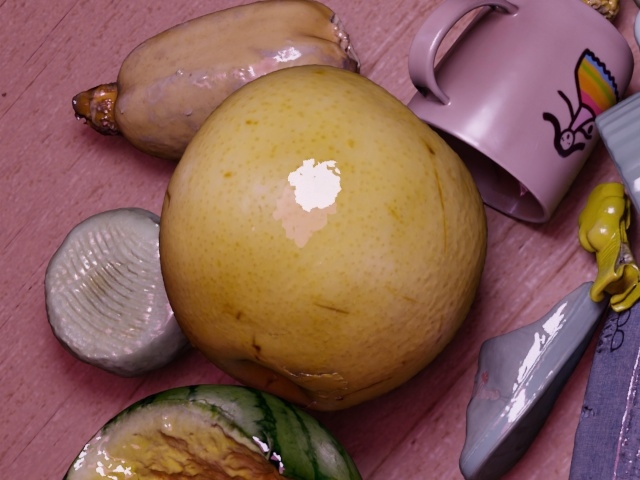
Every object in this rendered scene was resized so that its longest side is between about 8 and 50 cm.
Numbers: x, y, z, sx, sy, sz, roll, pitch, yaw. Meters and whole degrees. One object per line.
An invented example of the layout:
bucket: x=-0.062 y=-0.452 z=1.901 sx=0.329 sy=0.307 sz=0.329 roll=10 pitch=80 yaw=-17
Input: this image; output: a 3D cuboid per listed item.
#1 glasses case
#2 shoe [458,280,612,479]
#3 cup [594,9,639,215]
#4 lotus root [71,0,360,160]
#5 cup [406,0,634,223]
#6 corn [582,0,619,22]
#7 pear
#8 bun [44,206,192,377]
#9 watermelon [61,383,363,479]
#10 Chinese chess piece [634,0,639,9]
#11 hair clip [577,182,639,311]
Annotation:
glasses case: x=0.306 y=0.176 z=1.550 sx=0.067 sy=0.109 sz=0.282 roll=19 pitch=78 yaw=-12
shoe: x=0.205 y=0.135 z=1.597 sx=0.100 sy=0.103 sz=0.251 roll=34 pitch=82 yaw=22
cup: x=0.487 y=-0.122 z=1.502 sx=0.392 sy=0.310 sz=0.401 roll=-26 pitch=46 yaw=11
lotus root: x=-0.119 y=-0.174 z=1.750 sx=0.343 sy=0.151 sz=0.169 roll=-15 pitch=52 yaw=16
cup: x=0.195 y=-0.169 z=1.607 sx=0.191 sy=0.253 sz=0.200 roll=25 pitch=78 yaw=51
corn: x=0.266 y=-0.379 z=1.726 sx=0.102 sy=0.101 sz=0.310 roll=-11 pitch=75 yaw=13
pear: x=0.000 y=0.000 z=1.564 sx=0.348 sy=0.348 sz=0.348 roll=-4 pitch=74 yaw=15
bun: x=-0.210 y=0.062 z=1.724 sx=0.195 sy=0.118 sz=0.195 roll=-7 pitch=72 yaw=20
watermelon: x=-0.093 y=0.261 z=1.570 sx=0.331 sy=0.330 sz=0.189 roll=-2 pitch=47 yaw=15
Chinese chess piece: x=0.439 y=-0.317 z=1.662 sx=0.238 sy=0.092 sz=0.237 roll=-4 pitch=75 yaw=15
hair clip: x=0.298 y=0.001 z=1.598 sx=0.072 sy=0.046 sz=0.173 roll=-52 pitch=22 yaw=37
